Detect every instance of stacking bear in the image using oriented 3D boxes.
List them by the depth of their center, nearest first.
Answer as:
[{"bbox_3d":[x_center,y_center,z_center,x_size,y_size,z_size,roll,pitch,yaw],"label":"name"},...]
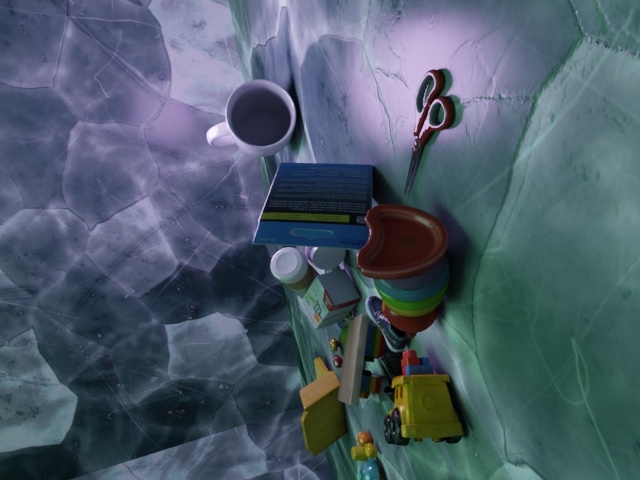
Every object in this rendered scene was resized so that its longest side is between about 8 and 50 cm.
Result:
[{"bbox_3d":[0.182,0.088,0.938,0.288,0.165,0.175,74,-155,-47],"label":"stacking bear"}]

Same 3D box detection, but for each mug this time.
[{"bbox_3d":[-0.296,-0.478,1.922,0.328,0.375,0.275,177,75,-83],"label":"mug"}]

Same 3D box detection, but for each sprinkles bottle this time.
[{"bbox_3d":[-0.066,0.142,1.674,0.355,0.122,0.121,55,-166,-62],"label":"sprinkles bottle"}]

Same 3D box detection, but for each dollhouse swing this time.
[{"bbox_3d":[-0.037,0.847,2.380,0.305,0.315,0.346,27,133,47],"label":"dollhouse swing"}]

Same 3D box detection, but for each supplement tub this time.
[{"bbox_3d":[0.000,0.000,1.637,0.199,0.145,0.144,-120,21,-52],"label":"supplement tub"}]

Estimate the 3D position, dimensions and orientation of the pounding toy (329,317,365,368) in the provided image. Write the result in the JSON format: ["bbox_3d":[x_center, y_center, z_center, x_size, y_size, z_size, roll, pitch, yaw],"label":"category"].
[{"bbox_3d":[0.085,0.402,1.756,0.183,0.110,0.236,-143,41,-70],"label":"pounding toy"}]

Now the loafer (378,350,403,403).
[{"bbox_3d":[0.217,0.425,1.285,0.076,0.079,0.222,167,90,-78],"label":"loafer"}]

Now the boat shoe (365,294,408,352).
[{"bbox_3d":[0.187,0.212,1.251,0.083,0.065,0.183,95,151,-51],"label":"boat shoe"}]

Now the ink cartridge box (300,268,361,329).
[{"bbox_3d":[0.033,0.210,1.613,0.128,0.128,0.176,59,142,27],"label":"ink cartridge box"}]

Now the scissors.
[{"bbox_3d":[0.194,-0.204,0.901,0.297,0.021,0.108,104,147,-66],"label":"scissors"}]

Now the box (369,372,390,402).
[{"bbox_3d":[0.175,0.504,1.578,0.324,0.063,0.067,127,128,-74],"label":"box"}]

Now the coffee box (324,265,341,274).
[{"bbox_3d":[0.058,0.148,1.771,0.184,0.041,0.113,-121,22,-55],"label":"coffee box"}]

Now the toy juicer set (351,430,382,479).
[{"bbox_3d":[0.213,0.920,1.813,0.329,0.090,0.209,-108,24,-58],"label":"toy juicer set"}]

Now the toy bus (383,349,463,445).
[{"bbox_3d":[0.228,0.375,1.086,0.220,0.150,0.211,100,167,-66],"label":"toy bus"}]

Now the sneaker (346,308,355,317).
[{"bbox_3d":[0.088,0.263,1.727,0.119,0.057,0.047,-142,38,-71],"label":"sneaker"}]

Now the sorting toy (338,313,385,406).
[{"bbox_3d":[0.131,0.376,1.412,0.255,0.090,0.256,110,169,-73],"label":"sorting toy"}]

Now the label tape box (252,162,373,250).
[{"bbox_3d":[-0.002,-0.059,1.095,0.347,0.250,0.115,-81,-9,-49],"label":"label tape box"}]
